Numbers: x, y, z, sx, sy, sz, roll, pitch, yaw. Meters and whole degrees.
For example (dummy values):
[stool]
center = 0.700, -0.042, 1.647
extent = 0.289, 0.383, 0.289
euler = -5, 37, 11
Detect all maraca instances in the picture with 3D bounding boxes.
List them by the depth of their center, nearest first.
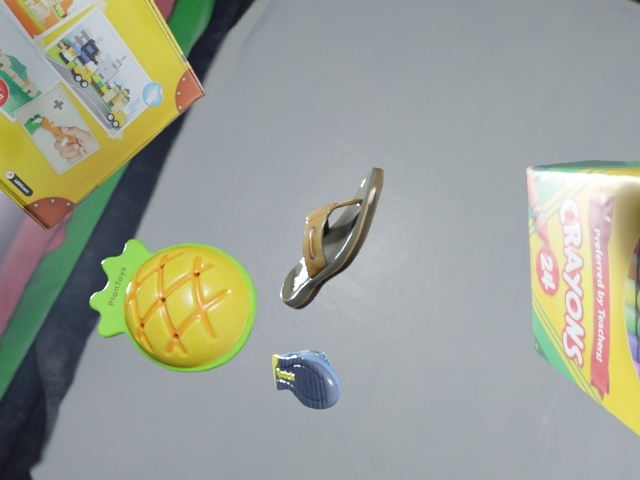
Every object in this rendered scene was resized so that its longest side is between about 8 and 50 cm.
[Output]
[maraca]
center = -0.150, 0.061, 0.532
extent = 0.099, 0.186, 0.127
euler = 49, -125, -67

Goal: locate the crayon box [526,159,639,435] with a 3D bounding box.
[crayon box]
center = 0.262, 0.041, 0.401
extent = 0.318, 0.081, 0.202
euler = -110, 14, -82

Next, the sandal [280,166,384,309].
[sandal]
center = 0.000, 0.000, 0.607
extent = 0.219, 0.060, 0.090
euler = -48, 21, 41

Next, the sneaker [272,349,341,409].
[sneaker]
center = -0.007, 0.148, 0.590
extent = 0.144, 0.059, 0.053
euler = 177, 92, -65

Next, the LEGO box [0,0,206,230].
[LEGO box]
center = -0.463, -0.322, 0.789
extent = 0.372, 0.193, 0.500
euler = -48, -39, -19
